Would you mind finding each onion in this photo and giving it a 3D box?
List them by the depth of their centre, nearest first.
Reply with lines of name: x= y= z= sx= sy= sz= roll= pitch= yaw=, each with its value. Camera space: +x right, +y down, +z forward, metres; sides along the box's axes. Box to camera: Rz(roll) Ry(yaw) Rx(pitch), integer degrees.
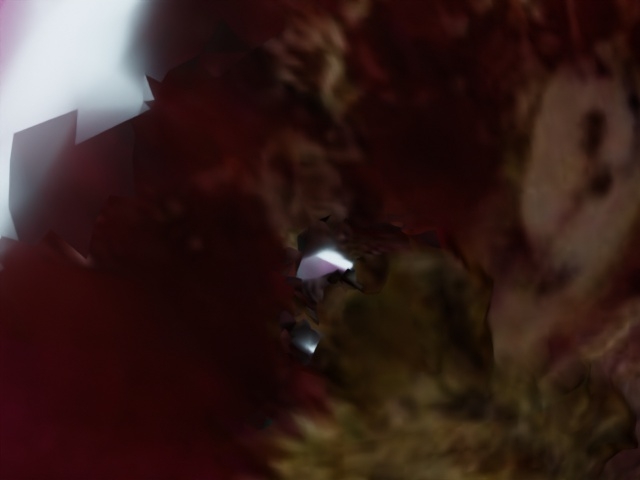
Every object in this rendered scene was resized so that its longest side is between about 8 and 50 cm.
onion: x=0.000 y=0.000 z=0.680 sx=0.398 sy=0.398 sz=0.420 roll=-61 pitch=30 yaw=2
